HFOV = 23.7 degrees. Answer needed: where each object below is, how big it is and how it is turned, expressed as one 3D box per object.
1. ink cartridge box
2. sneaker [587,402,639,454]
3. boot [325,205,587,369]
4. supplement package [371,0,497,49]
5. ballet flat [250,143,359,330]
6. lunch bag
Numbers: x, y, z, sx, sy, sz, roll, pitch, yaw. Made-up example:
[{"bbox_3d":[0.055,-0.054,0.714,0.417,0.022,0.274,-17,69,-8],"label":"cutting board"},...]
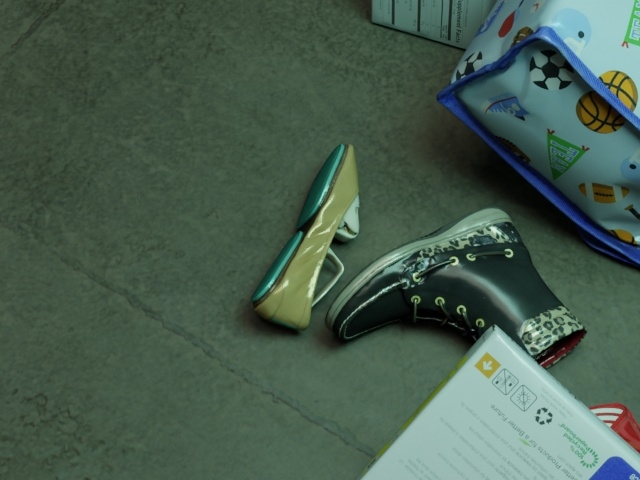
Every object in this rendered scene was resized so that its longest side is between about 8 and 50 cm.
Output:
[{"bbox_3d":[0.170,0.291,1.397,0.303,0.072,0.307,42,98,2],"label":"ink cartridge box"},{"bbox_3d":[0.336,0.225,1.505,0.221,0.087,0.128,25,39,-7],"label":"sneaker"},{"bbox_3d":[0.143,0.081,1.600,0.236,0.085,0.178,-28,64,-16],"label":"boot"},{"bbox_3d":[0.173,-0.398,1.828,0.145,0.204,0.262,19,60,14],"label":"supplement package"},{"bbox_3d":[0.000,0.000,1.674,0.073,0.080,0.232,34,64,-11],"label":"ballet flat"},{"bbox_3d":[0.368,-0.168,1.650,0.385,0.239,0.328,38,63,-14],"label":"lunch bag"}]
